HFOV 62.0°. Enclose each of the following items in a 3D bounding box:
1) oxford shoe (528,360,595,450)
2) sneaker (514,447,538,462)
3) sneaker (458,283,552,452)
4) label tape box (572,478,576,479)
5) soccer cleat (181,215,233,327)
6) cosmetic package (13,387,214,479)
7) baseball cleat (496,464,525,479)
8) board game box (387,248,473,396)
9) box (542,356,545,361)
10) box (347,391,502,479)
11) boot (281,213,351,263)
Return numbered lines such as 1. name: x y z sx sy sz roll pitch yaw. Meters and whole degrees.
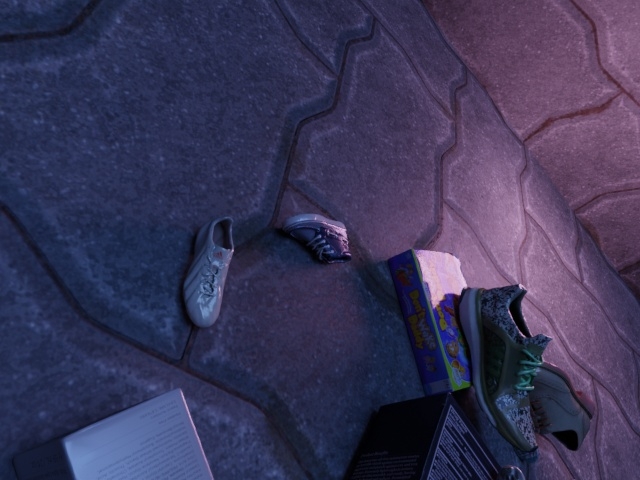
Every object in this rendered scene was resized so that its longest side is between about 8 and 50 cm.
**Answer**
1. oxford shoe: 0.601 0.432 1.425 0.397 0.140 0.147 35 60 -20
2. sneaker: 0.554 0.518 1.455 0.076 0.065 0.167 -6 74 -54
3. sneaker: 0.461 0.283 1.262 0.158 0.182 0.411 10 62 -46
4. label tape box: 0.451 0.696 1.113 0.249 0.115 0.348 7 79 -46
5. soccer cleat: -0.183 0.046 0.886 0.068 0.076 0.196 26 51 -37
6. cosmetic package: -0.230 0.297 0.621 0.151 0.151 0.184 -13 77 -51
7. baseball cleat: 0.347 0.506 0.929 0.109 0.072 0.206 52 42 -27
8. board game box: 0.312 0.202 1.354 0.233 0.078 0.347 5 64 -47
9. box: 0.594 0.366 1.597 0.232 0.058 0.322 -32 92 -52
10. box: 0.202 0.496 0.966 0.296 0.182 0.294 55 39 -12
11. boot: 0.000 0.000 1.127 0.190 0.069 0.086 7 61 -49
